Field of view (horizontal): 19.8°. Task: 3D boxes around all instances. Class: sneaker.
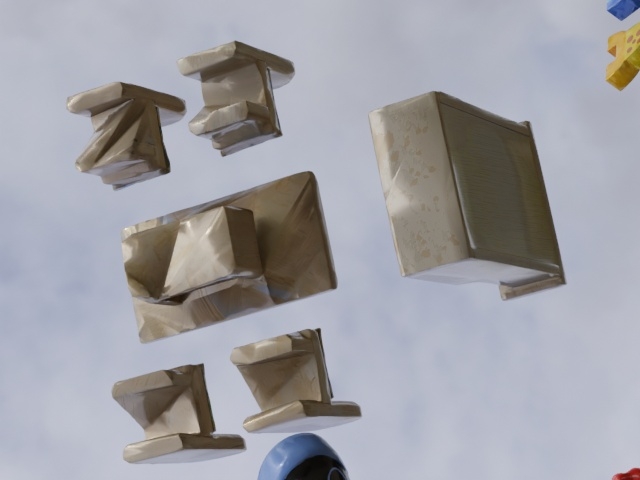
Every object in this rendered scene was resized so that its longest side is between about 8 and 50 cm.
[{"bbox_3d":[0.010,0.257,1.368,0.081,0.090,0.232,-19,-61,-21],"label":"sneaker"}]

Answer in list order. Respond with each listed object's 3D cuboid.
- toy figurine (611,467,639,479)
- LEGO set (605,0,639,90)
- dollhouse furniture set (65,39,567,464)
[{"bbox_3d":[0.374,0.381,1.971,0.362,0.191,0.217,-16,-64,-17],"label":"toy figurine"},{"bbox_3d":[0.307,-0.189,1.603,0.087,0.093,0.227,31,-135,-25],"label":"LEGO set"},{"bbox_3d":[0.000,0.000,1.784,0.256,0.394,0.362,11,-115,-62],"label":"dollhouse furniture set"}]
